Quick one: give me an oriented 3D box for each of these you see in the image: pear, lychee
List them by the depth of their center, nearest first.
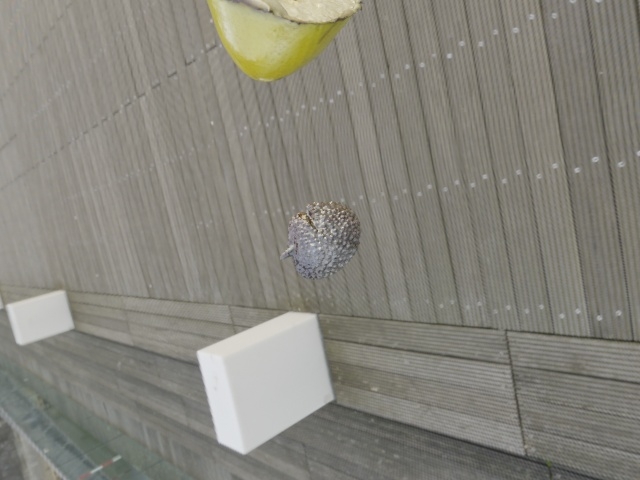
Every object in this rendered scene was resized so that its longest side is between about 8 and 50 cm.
[{"bbox_3d":[0.000,0.000,0.467,0.068,0.083,0.067,62,172,3],"label":"lychee"},{"bbox_3d":[-0.077,-0.353,0.836,0.267,0.266,0.178,46,137,27],"label":"pear"}]
